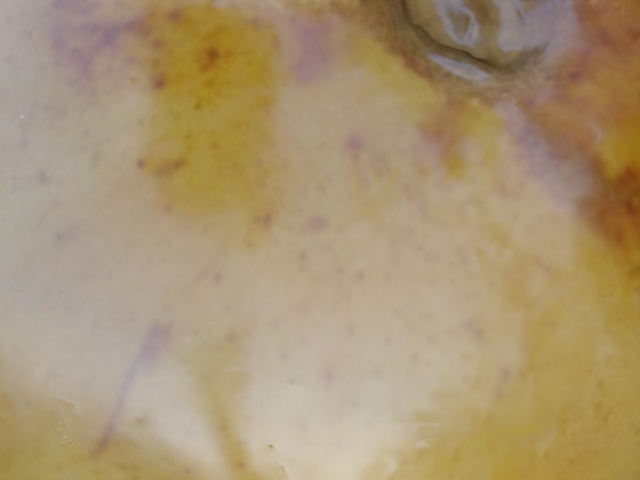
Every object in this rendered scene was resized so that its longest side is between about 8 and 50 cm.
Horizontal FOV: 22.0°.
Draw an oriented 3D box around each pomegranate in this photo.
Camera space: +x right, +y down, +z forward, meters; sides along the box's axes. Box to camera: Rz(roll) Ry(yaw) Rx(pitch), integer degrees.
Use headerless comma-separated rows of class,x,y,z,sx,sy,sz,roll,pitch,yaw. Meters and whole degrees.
pomegranate,0.000,0.000,0.459,0.264,0.264,0.264,-5,78,24
